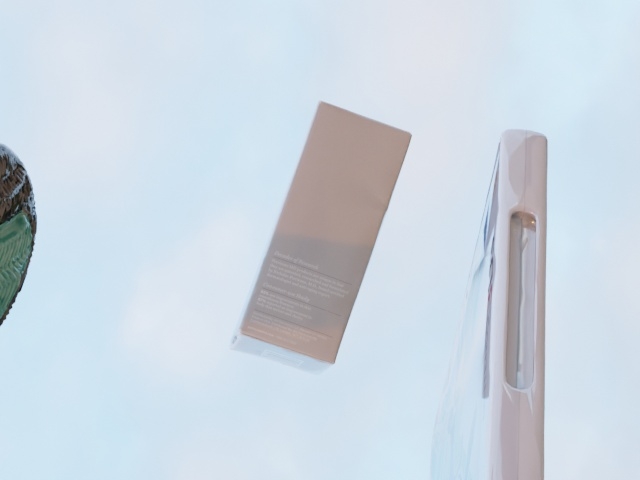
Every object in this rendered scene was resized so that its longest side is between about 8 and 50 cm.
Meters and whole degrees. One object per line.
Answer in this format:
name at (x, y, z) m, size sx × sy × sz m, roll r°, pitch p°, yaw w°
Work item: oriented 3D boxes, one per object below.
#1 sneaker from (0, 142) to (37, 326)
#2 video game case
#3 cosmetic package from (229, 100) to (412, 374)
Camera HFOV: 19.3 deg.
sneaker at (-0.186, 0.029, 0.605) m, size 0.223 × 0.098 × 0.083 m, roll -48°, pitch -39°, yaw -45°
video game case at (0.103, 0.145, 1.234) m, size 0.329 × 0.036 × 0.300 m, roll 97°, pitch 180°, yaw -46°
cosmetic package at (0.000, 0.000, 1.784) m, size 0.127 × 0.107 × 0.238 m, roll 121°, pitch 166°, yaw -77°
